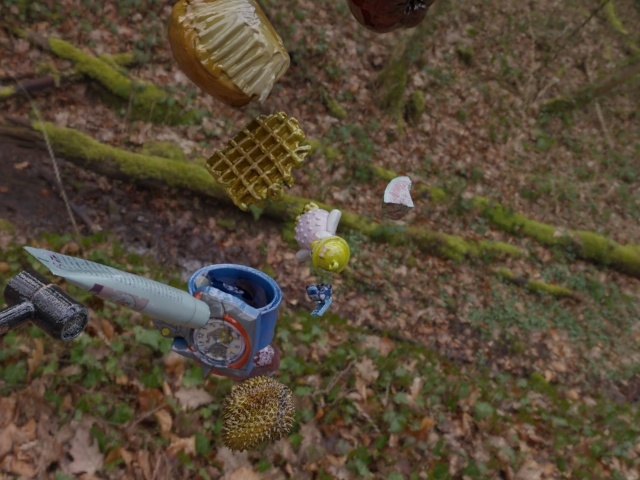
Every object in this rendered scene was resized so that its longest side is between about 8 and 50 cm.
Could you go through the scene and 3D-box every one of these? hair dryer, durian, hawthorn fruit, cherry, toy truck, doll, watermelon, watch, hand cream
[{"bbox_3d":[-0.697,0.195,1.473,0.189,0.107,0.352,29,31,18],"label":"hair dryer"},{"bbox_3d":[-0.130,0.355,1.392,0.168,0.137,0.158,-26,39,7],"label":"durian"},{"bbox_3d":[0.122,-0.539,1.338,0.208,0.208,0.248,-14,58,-44],"label":"hawthorn fruit"},{"bbox_3d":[-0.211,0.359,2.041,0.140,0.176,0.176,55,16,-32],"label":"cherry"},{"bbox_3d":[-0.003,0.164,1.846,0.073,0.056,0.090,11,73,-45],"label":"toy truck"},{"bbox_3d":[0.000,0.000,1.277,0.081,0.129,0.207,31,17,-30],"label":"doll"},{"bbox_3d":[0.147,-0.076,1.209,0.061,0.085,0.085,28,30,32],"label":"watermelon"},{"bbox_3d":[-0.263,0.177,1.696,0.305,0.241,0.274,19,29,6],"label":"watch"},{"bbox_3d":[-0.284,0.072,1.005,0.085,0.058,0.331,33,-2,35],"label":"hand cream"}]

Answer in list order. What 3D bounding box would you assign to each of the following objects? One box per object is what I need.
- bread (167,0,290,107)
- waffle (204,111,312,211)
[{"bbox_3d":[-0.188,-0.408,1.365,0.236,0.183,0.388,52,10,-23],"label":"bread"},{"bbox_3d":[-0.121,-0.173,1.478,0.219,0.229,0.057,50,1,37],"label":"waffle"}]
